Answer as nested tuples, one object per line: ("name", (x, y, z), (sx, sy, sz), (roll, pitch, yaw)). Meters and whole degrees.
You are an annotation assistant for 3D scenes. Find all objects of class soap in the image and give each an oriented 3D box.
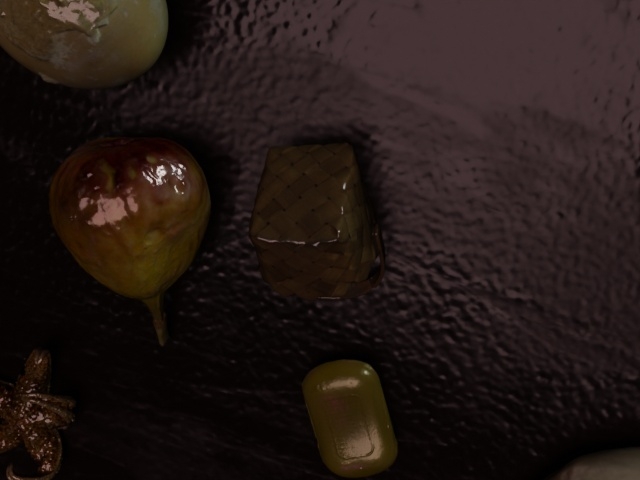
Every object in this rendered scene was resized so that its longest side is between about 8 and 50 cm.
("soap", (0.033, 0.195, 0.933), (0.088, 0.045, 0.140), (-11, 104, 15))

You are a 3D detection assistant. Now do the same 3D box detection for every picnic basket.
("picnic basket", (0.000, 0.000, 0.851), (0.128, 0.138, 0.178), (-2, 143, 18))

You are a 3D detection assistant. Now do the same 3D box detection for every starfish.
("starfish", (-0.358, 0.194, 0.986), (0.146, 0.074, 0.190), (21, 107, 2))

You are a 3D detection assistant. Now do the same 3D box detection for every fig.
("fig", (-0.189, 0.011, 0.890), (0.159, 0.159, 0.257), (0, 125, 10))

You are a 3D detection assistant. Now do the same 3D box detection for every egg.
("egg", (-0.240, -0.231, 0.807), (0.201, 0.164, 0.164), (36, 108, 4))

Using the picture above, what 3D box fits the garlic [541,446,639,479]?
("garlic", (0.349, 0.311, 0.867), (0.338, 0.151, 0.196), (25, 120, 4))
